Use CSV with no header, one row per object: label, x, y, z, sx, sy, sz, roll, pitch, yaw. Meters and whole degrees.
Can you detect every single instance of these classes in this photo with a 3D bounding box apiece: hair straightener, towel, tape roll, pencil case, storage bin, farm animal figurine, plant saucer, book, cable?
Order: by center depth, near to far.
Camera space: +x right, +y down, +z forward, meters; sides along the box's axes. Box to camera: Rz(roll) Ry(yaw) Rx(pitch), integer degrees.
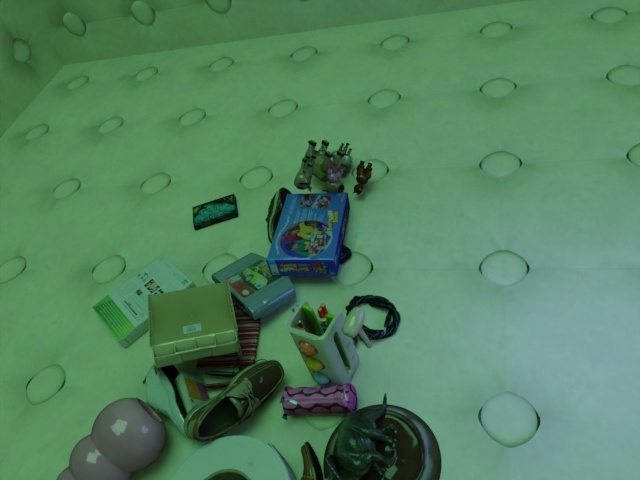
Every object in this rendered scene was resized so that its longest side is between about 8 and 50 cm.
tape roll,-0.235,0.688,1.389,0.391,0.072,0.392,-14,45,15
plant saucer,0.153,0.559,1.429,0.310,0.050,0.311,-9,46,9
pencil case,-0.005,0.444,1.543,0.209,0.098,0.095,-10,58,17
book,-0.371,0.466,1.656,0.035,0.096,0.144,-48,44,11
hair straightener,-0.247,0.398,1.694,0.230,0.047,0.089,-8,69,11
storage bin,-0.393,0.272,1.726,0.262,0.123,0.260,-9,42,-12
cable,0.161,0.229,1.733,0.150,0.047,0.185,-26,45,-6
towel,-0.294,0.299,1.832,0.198,0.031,0.275,-6,49,11
farm animal figurine,0.016,-0.258,2.131,0.330,0.172,0.327,3,33,-28

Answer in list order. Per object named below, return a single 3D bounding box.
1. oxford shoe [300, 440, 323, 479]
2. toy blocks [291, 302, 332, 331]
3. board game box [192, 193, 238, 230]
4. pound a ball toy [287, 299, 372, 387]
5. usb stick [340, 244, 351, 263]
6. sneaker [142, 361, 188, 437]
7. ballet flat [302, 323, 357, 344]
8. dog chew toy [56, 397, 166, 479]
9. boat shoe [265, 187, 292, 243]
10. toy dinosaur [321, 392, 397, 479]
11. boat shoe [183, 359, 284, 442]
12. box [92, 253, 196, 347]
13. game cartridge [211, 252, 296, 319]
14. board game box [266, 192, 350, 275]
oxford shoe,-0.031,0.620,1.417,0.075,0.076,0.212,-23,45,9
toy blocks,-0.026,0.234,1.719,0.123,0.148,0.054,-24,46,-4
board game box,-0.432,-0.118,2.270,0.186,0.026,0.126,-18,46,2
pound a ball toy,0.034,0.299,1.518,0.208,0.319,0.136,15,54,29
usb stick,0.000,0.000,2.004,0.077,0.045,0.278,-35,47,-24
sneaker,-0.448,0.499,1.670,0.123,0.105,0.290,-50,51,9
ballet flat,0.028,0.290,1.690,0.173,0.058,0.049,4,16,1
dog chew toy,-0.592,0.605,1.538,0.206,0.207,0.332,32,72,38
boat shoe,-0.165,-0.079,2.118,0.095,0.095,0.258,-31,36,40
toy dinosaur,0.103,0.499,1.378,0.160,0.121,0.314,18,56,8
boat shoe,-0.228,0.459,1.563,0.324,0.123,0.116,-36,9,-22
box,-0.638,0.211,2.012,0.322,0.059,0.232,-39,48,-20
game cartridge,-0.224,0.146,1.905,0.196,0.060,0.294,-27,39,-28
board game box,-0.034,-0.029,1.950,0.233,0.078,0.347,0,44,13
